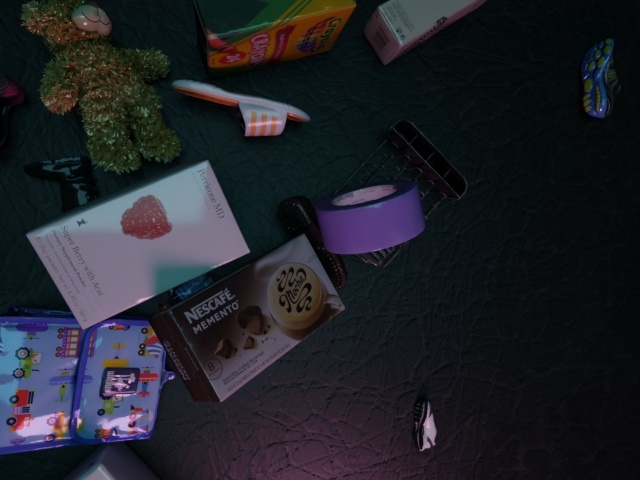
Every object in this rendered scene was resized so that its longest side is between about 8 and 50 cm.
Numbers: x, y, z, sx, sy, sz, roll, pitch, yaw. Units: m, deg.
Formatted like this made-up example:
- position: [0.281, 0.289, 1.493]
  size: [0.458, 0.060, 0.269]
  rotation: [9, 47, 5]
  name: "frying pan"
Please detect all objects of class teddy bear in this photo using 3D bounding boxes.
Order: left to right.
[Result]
- position: [-0.371, -0.278, 0.844]
  size: [0.245, 0.113, 0.337]
  rotation: [-7, 82, -35]
  name: "teddy bear"

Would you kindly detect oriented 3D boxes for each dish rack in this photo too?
- position: [0.147, -0.089, 1.002]
  size: [0.208, 0.074, 0.271]
  rotation: [44, 81, -7]
  name: "dish rack"

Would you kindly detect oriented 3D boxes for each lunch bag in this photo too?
- position: [-0.415, 0.244, 0.863]
  size: [0.294, 0.138, 0.220]
  rotation: [7, 86, -24]
  name: "lunch bag"

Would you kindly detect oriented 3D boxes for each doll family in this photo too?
- position: [-0.224, 0.142, 0.919]
  size: [0.111, 0.076, 0.193]
  rotation: [-38, 93, -8]
  name: "doll family"

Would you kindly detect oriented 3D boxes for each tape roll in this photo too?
- position: [0.089, -0.046, 0.868]
  size: [0.189, 0.189, 0.080]
  rotation: [-19, 106, -12]
  name: "tape roll"

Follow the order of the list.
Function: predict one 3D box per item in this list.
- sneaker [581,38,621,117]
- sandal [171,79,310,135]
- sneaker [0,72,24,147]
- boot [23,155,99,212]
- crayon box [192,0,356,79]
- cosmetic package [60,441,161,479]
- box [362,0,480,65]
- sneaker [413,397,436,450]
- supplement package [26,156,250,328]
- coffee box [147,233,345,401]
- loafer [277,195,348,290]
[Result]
- position: [0.662, -0.378, 1.132]
  size: [0.078, 0.067, 0.188]
  rotation: [8, 85, -33]
  name: "sneaker"
- position: [-0.155, -0.244, 0.932]
  size: [0.266, 0.102, 0.076]
  rotation: [10, 99, -13]
  name: "sandal"
- position: [-0.615, -0.160, 0.819]
  size: [0.112, 0.121, 0.298]
  rotation: [17, 85, -13]
  name: "sneaker"
- position: [-0.475, -0.100, 0.887]
  size: [0.121, 0.045, 0.099]
  rotation: [-10, 97, -10]
  name: "boot"
- position: [-0.068, -0.406, 0.899]
  size: [0.319, 0.202, 0.081]
  rotation: [-19, 93, -11]
  name: "crayon box"
- position: [-0.330, 0.567, 0.844]
  size: [0.217, 0.156, 0.385]
  rotation: [-39, 95, -11]
  name: "cosmetic package"
- position: [0.233, -0.491, 1.013]
  size: [0.275, 0.113, 0.094]
  rotation: [-34, 96, -10]
  name: "box"
- position: [0.226, 0.391, 1.028]
  size: [0.044, 0.040, 0.109]
  rotation: [5, 91, -28]
  name: "sneaker"
- position: [-0.301, -0.010, 0.837]
  size: [0.293, 0.175, 0.177]
  rotation: [-26, 107, -11]
  name: "supplement package"
- position: [-0.123, 0.131, 0.859]
  size: [0.297, 0.119, 0.168]
  rotation: [-30, 94, -37]
  name: "coffee box"
- position: [0.000, 0.000, 0.964]
  size: [0.219, 0.080, 0.078]
  rotation: [63, 34, -17]
  name: "loafer"
